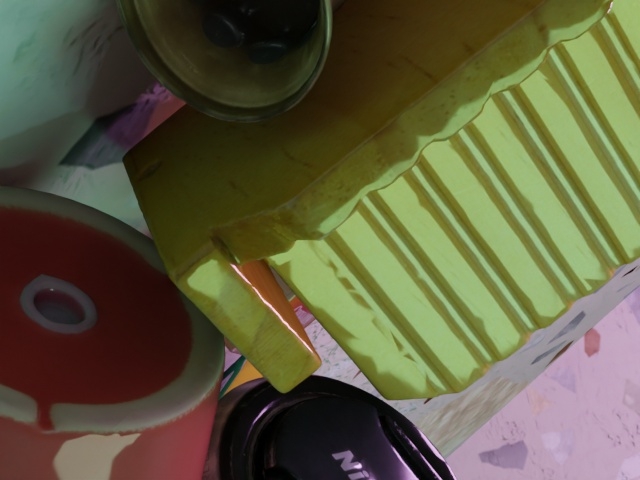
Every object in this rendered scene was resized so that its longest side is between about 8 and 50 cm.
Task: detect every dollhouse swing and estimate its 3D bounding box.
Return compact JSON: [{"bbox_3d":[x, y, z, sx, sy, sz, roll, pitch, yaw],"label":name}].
[{"bbox_3d":[0.119,-0.023,0.933,0.347,0.305,0.315,-37,-157,1],"label":"dollhouse swing"}]

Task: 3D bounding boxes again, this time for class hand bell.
[{"bbox_3d":[0.011,-0.164,0.860,0.242,0.126,0.126,-39,168,-49],"label":"hand bell"}]

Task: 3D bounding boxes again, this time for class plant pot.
[{"bbox_3d":[-0.182,0.121,0.884,0.275,0.275,0.243,-18,142,-50],"label":"plant pot"}]

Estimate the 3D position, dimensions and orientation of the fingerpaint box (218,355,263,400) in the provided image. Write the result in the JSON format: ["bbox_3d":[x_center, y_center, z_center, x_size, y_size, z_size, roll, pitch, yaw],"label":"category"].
[{"bbox_3d":[-0.040,0.375,1.327,0.444,0.371,0.163,-57,-174,-31],"label":"fingerpaint box"}]

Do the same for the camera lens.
[{"bbox_3d":[-0.040,0.240,1.099,0.219,0.219,0.274,-19,157,-49],"label":"camera lens"}]

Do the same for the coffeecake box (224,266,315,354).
[{"bbox_3d":[0.000,0.000,1.143,0.185,0.068,0.142,-40,169,2],"label":"coffeecake box"}]
